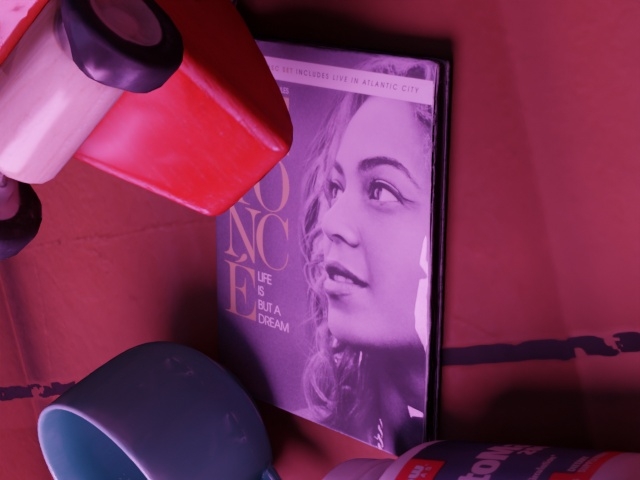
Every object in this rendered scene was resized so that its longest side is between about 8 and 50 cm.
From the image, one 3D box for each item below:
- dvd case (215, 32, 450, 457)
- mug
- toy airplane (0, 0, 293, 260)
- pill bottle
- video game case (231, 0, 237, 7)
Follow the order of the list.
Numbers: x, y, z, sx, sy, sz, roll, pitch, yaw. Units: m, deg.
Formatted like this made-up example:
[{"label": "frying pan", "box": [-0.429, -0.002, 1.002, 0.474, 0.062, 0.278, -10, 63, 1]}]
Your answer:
[{"label": "dvd case", "box": [0.000, 0.000, 0.691, 0.164, 0.018, 0.221, 16, 112, 41]}, {"label": "mug", "box": [-0.084, 0.137, 0.747, 0.158, 0.097, 0.129, 50, 144, 3]}, {"label": "toy airplane", "box": [-0.205, -0.201, 0.603, 0.386, 0.272, 0.384, 2, 117, 15]}, {"label": "pill bottle", "box": [0.081, 0.152, 0.594, 0.180, 0.108, 0.108, -5, 98, 44]}, {"label": "video game case", "box": [-0.107, -0.210, 0.715, 0.204, 0.025, 0.285, 41, 127, 34]}]
